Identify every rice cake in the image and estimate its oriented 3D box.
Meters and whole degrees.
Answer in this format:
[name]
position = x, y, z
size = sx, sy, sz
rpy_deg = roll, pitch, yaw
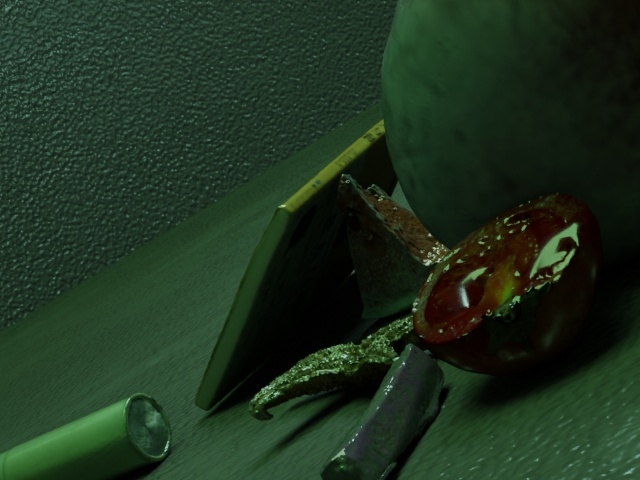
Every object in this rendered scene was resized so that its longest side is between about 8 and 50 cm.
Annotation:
[rice cake]
position = 0.050, 0.134, 1.166
size = 0.036, 0.047, 0.207
rpy_deg = -32, 5, 28

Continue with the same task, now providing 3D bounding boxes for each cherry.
[cherry]
position = 0.192, -0.123, 1.307
size = 0.326, 0.335, 0.291
rpy_deg = -45, 38, 30

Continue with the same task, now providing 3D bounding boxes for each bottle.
[bottle]
position = -0.247, 0.219, 1.570
size = 0.201, 0.072, 0.072
rpy_deg = -25, 9, 28

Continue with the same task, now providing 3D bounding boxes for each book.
[book]
position = 0.000, 0.000, 1.686
size = 0.389, 0.032, 0.269
rpy_deg = -43, -20, -55

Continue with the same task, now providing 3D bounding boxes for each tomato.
[tomato]
position = 0.156, 0.044, 1.171
size = 0.159, 0.091, 0.139
rpy_deg = -38, 23, 16

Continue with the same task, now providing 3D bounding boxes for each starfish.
[starfish]
position = 0.048, 0.101, 1.380
size = 0.240, 0.043, 0.227
rpy_deg = -31, 10, -31

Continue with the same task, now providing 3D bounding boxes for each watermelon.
[watermelon]
position = 0.069, 0.010, 1.587
size = 0.121, 0.158, 0.098
rpy_deg = -57, -5, 32
